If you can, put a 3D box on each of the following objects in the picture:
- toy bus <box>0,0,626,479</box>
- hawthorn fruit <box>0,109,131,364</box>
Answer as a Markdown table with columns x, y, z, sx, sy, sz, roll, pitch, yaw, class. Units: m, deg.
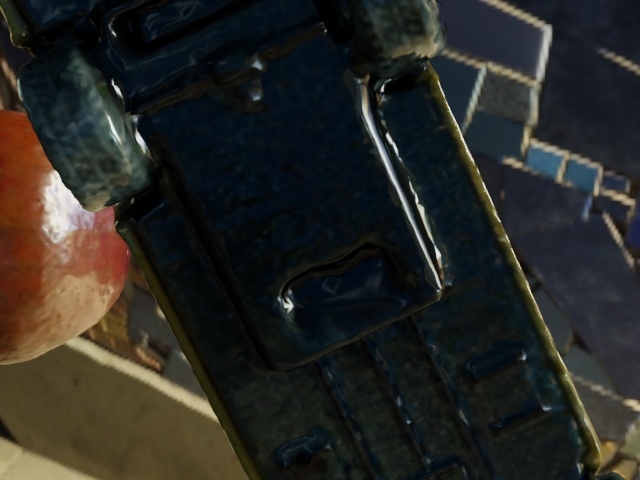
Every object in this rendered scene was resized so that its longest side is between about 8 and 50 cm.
| x | y | z | sx | sy | sz | roll | pitch | yaw | class |
| --- | --- | --- | --- | --- | --- | --- | --- | --- | --- |
| 0.000 | 0.000 | 0.412 | 0.121 | 0.335 | 0.123 | -26 | 13 | 1 | toy bus |
| -0.145 | -0.007 | 0.591 | 0.140 | 0.125 | 0.125 | -17 | 42 | -3 | hawthorn fruit |
